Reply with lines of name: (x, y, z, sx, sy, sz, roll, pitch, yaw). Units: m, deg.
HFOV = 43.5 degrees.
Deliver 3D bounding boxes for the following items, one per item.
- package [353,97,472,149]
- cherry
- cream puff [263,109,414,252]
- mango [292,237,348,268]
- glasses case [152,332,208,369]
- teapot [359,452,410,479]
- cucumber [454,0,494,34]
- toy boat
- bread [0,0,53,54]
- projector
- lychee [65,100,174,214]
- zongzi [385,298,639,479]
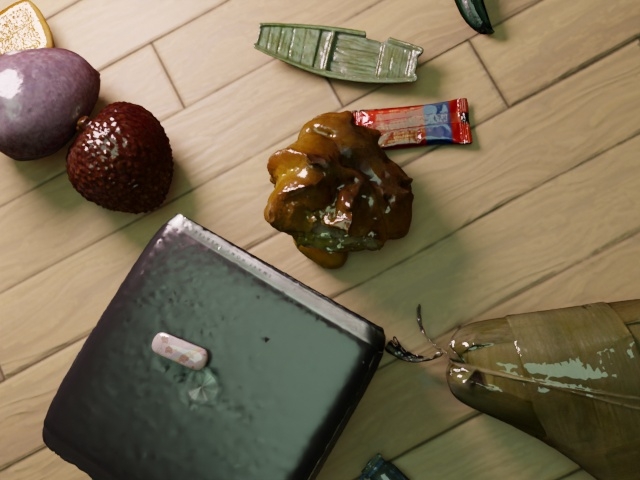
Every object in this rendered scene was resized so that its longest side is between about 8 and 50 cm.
package: (0.157, -0.196, 1.381, 0.200, 0.022, 0.083, -5, 82, 7)
cherry: (-0.501, -0.234, 1.377, 0.266, 0.183, 0.213, -31, 36, -21)
cream puff: (0.024, -0.082, 1.285, 0.269, 0.155, 0.241, -26, 83, -39)
mango: (0.000, 0.000, 1.356, 0.079, 0.057, 0.114, -39, 84, -9)
glasses case: (-0.199, 0.157, 1.133, 0.083, 0.021, 0.032, 22, 88, 10)
teapot: (0.107, 0.389, 1.297, 0.083, 0.063, 0.049, 43, 57, 13)
cucumber: (0.236, -0.482, 1.398, 0.056, 0.056, 0.284, -20, 79, 4)
toy boat: (0.032, -0.326, 1.399, 0.293, 0.055, 0.093, 12, 84, 8)
bread: (-0.582, -0.345, 1.468, 0.200, 0.077, 0.116, -28, 78, 1)
projector: (-0.154, 0.226, 1.251, 0.395, 0.242, 0.405, 29, 87, 9)
lychee: (-0.338, -0.139, 1.357, 0.194, 0.194, 0.194, -1, 82, 7)
zongzi: (0.331, 0.284, 1.219, 0.447, 0.181, 0.418, -7, 82, 8)
